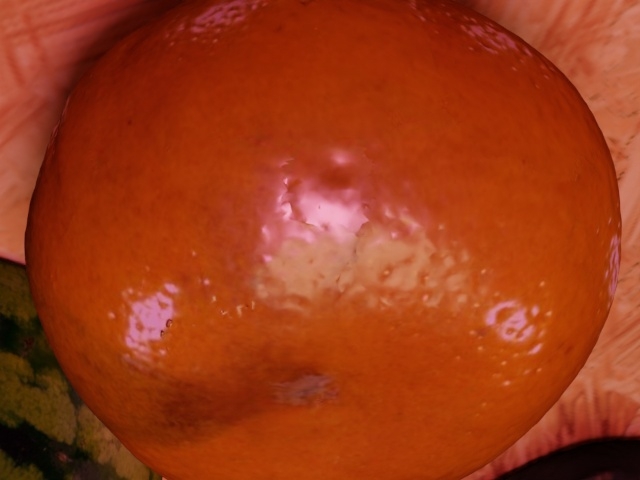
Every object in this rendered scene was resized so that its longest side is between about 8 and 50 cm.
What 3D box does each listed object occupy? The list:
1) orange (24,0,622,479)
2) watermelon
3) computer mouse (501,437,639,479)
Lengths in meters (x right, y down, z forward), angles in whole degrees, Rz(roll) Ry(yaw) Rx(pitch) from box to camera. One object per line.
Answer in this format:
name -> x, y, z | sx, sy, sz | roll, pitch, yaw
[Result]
orange -> 0.000, 0.000, 0.713 | 0.240, 0.171, 0.240 | -5, 138, -4
watermelon -> -0.150, 0.120, 0.826 | 0.159, 0.128, 0.303 | -27, 139, 10
computer mouse -> 0.103, 0.232, 1.063 | 0.323, 0.116, 0.183 | -31, 144, 13
